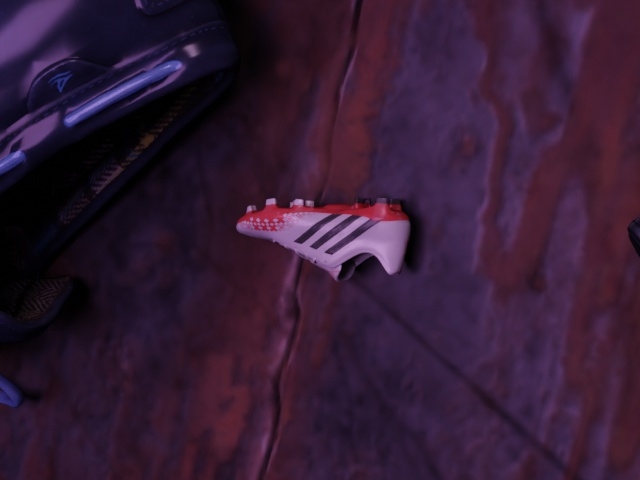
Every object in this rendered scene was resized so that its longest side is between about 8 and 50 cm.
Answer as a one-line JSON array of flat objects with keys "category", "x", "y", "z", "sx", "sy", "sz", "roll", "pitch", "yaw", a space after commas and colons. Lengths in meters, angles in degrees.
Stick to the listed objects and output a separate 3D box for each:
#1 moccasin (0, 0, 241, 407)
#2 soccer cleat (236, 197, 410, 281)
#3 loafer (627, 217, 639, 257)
[{"category": "moccasin", "x": -0.170, "y": 0.002, "z": 0.834, "sx": 0.117, "sy": 0.138, "sz": 0.342, "roll": 48, "pitch": 116, "yaw": 17}, {"category": "soccer cleat", "x": 0.000, "y": 0.000, "z": 0.787, "sx": 0.083, "sy": 0.029, "sz": 0.035, "roll": -1, "pitch": 87, "yaw": 28}, {"category": "loafer", "x": 0.185, "y": 0.036, "z": 0.659, "sx": 0.170, "sy": 0.062, "sz": 0.061, "roll": 42, "pitch": 90, "yaw": 21}]
